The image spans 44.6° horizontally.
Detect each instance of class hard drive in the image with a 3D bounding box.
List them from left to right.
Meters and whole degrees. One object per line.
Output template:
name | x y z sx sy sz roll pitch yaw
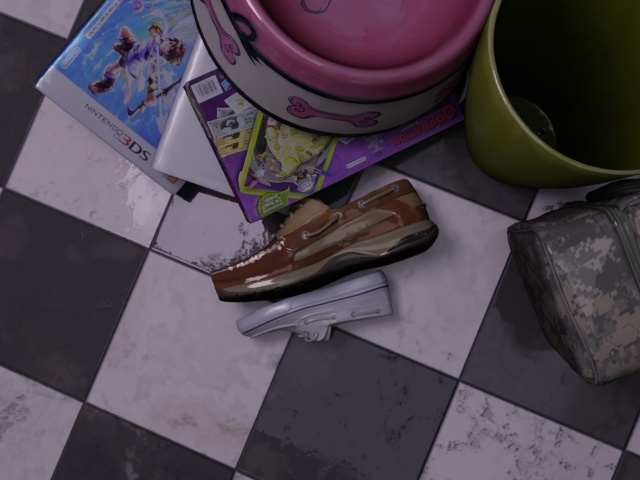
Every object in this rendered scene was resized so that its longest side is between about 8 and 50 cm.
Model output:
hard drive | -0.085 -0.218 1.101 0.210 0.040 0.318 19 96 -23

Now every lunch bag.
lunch bag | 0.397 0.028 0.983 0.256 0.305 0.212 -20 88 6

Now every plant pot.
plant pot | 0.295 -0.177 0.991 0.275 0.293 0.274 1 79 -8

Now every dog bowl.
dog bowl | 0.043 -0.343 0.982 0.408 0.150 0.407 1 86 -11

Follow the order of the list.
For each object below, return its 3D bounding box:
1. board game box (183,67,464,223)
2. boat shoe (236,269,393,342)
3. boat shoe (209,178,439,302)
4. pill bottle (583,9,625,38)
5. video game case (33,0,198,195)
board game box | 0.011 -0.190 1.082 0.347 0.056 0.208 -26 99 -12
boat shoe | -0.005 0.110 1.114 0.226 0.083 0.075 -19 84 3
boat shoe | 0.000 0.000 1.112 0.324 0.122 0.119 -17 80 -5
pill bottle | 0.458 -0.328 1.040 0.363 0.210 0.210 29 89 6
video game case | -0.219 -0.241 1.107 0.244 0.061 0.269 40 91 -27
